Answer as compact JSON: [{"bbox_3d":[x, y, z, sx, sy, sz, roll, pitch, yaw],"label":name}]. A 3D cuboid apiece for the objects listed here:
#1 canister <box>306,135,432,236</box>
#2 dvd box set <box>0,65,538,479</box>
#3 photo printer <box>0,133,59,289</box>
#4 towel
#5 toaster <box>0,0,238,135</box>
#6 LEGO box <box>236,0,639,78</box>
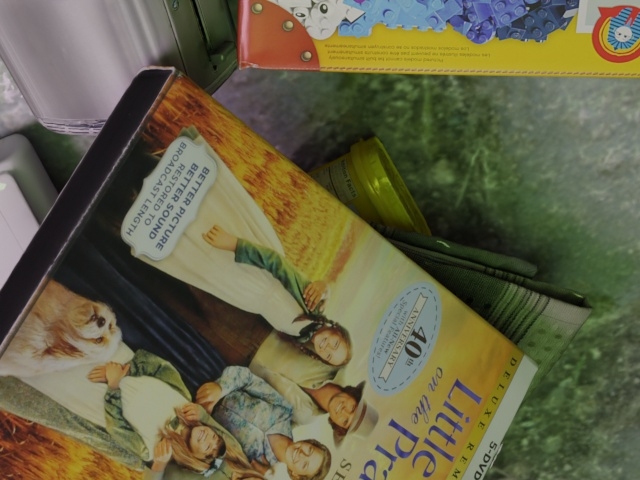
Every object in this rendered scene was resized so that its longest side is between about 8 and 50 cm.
[{"bbox_3d":[0.000,0.000,1.225,0.170,0.073,0.126,-25,117,12],"label":"canister"},{"bbox_3d":[-0.045,0.116,1.041,0.420,0.062,0.307,39,74,-31],"label":"dvd box set"},{"bbox_3d":[-0.303,0.087,1.234,0.256,0.107,0.307,-22,116,6],"label":"photo printer"},{"bbox_3d":[0.038,0.116,1.242,0.312,0.056,0.324,18,125,-20],"label":"towel"},{"bbox_3d":[-0.169,-0.167,1.081,0.227,0.129,0.146,1,126,35],"label":"toaster"},{"bbox_3d":[0.192,-0.319,1.000,0.500,0.193,0.372,0,118,-3],"label":"LEGO box"}]
